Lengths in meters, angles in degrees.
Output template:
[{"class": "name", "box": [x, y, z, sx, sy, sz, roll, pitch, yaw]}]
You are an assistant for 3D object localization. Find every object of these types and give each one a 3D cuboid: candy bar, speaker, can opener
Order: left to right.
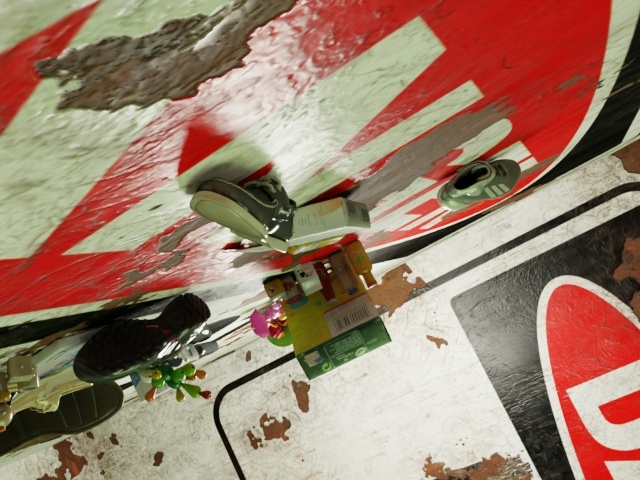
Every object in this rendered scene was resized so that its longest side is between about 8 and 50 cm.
[{"class": "speaker", "box": [-0.421, 0.329, 1.743, 0.136, 0.055, 0.055, -33, 169, 37]}, {"class": "can opener", "box": [-0.277, 0.232, 1.515, 0.093, 0.074, 0.280, -27, 172, -3]}, {"class": "candy bar", "box": [0.000, 0.000, 1.139, 0.040, 0.018, 0.161, -36, 167, 33]}]

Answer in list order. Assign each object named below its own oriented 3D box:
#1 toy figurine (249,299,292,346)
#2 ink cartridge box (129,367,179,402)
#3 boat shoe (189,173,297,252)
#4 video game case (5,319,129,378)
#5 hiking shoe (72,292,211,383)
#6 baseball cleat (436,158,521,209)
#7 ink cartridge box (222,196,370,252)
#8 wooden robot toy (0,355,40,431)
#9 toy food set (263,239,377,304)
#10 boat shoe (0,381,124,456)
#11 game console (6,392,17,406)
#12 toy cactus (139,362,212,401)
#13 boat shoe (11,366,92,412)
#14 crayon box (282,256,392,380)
[{"class": "toy figurine", "box": [-0.123, 0.213, 1.823, 0.173, 0.130, 0.159, -50, 157, 9]}, {"class": "ink cartridge box", "box": [-0.455, 0.382, 1.840, 0.122, 0.089, 0.052, -28, 169, 5]}, {"class": "boat shoe", "box": [-0.067, -0.037, 0.642, 0.206, 0.075, 0.065, 44, 67, -76]}, {"class": "video game case", "box": [-0.387, 0.173, 1.011, 0.157, 0.019, 0.143, -32, 171, 27]}, {"class": "hiking shoe", "box": [-0.269, 0.170, 1.011, 0.226, 0.086, 0.114, -24, 150, -41]}, {"class": "baseball cleat", "box": [0.312, -0.114, 1.222, 0.205, 0.072, 0.109, -27, 166, -26]}, {"class": "ink cartridge box", "box": [-0.031, -0.018, 0.924, 0.179, 0.045, 0.145, -10, 177, 16]}, {"class": "wooden robot toy", "box": [-0.429, 0.220, 0.907, 0.173, 0.079, 0.076, -32, 154, 34]}, {"class": "toy food set", "box": [0.001, 0.099, 1.445, 0.232, 0.105, 0.111, -25, 172, -11]}, {"class": "boat shoe", "box": [-0.551, 0.353, 1.359, 0.307, 0.111, 0.104, -16, 174, -7]}, {"class": "game console", "box": [-0.540, 0.250, 1.037, 0.122, 0.071, 0.107, -30, 141, 18]}, {"class": "toy cactus", "box": [-0.363, 0.305, 1.493, 0.180, 0.112, 0.219, 5, 161, 43]}, {"class": "boat shoe", "box": [-0.463, 0.263, 1.126, 0.170, 0.059, 0.063, -28, 177, -43]}, {"class": "crayon box", "box": [0.026, 0.170, 1.540, 0.202, 0.081, 0.318, -26, -155, 2]}]
